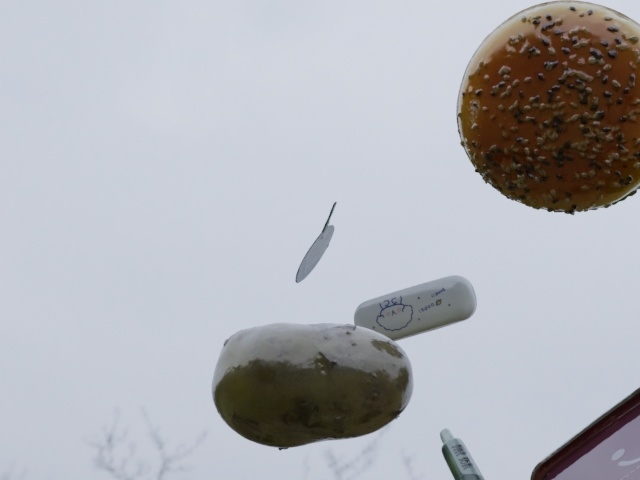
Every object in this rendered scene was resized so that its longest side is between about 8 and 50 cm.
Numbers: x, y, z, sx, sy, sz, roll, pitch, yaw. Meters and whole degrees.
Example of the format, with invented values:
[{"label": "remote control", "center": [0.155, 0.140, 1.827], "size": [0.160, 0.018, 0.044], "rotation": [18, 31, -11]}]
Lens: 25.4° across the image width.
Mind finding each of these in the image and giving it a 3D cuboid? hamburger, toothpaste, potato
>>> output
[{"label": "hamburger", "center": [0.325, -0.172, 1.875], "size": [0.300, 0.176, 0.300], "rotation": [6, -69, 16]}, {"label": "toothpaste", "center": [0.198, 0.320, 1.824], "size": [0.049, 0.204, 0.031], "rotation": [-18, -46, -8]}, {"label": "potato", "center": [-0.015, 0.171, 1.727], "size": [0.262, 0.165, 0.165], "rotation": [-11, -37, 28]}]

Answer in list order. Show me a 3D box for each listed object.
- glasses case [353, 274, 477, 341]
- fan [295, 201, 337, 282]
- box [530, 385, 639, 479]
[{"label": "glasses case", "center": [0.149, 0.111, 2.232], "size": [0.197, 0.076, 0.049], "rotation": [-16, -12, 10]}, {"label": "fan", "center": [0.000, 0.000, 2.321], "size": [0.005, 0.113, 0.175], "rotation": [33, -47, 11]}, {"label": "box", "center": [0.348, 0.237, 1.287], "size": [0.294, 0.167, 0.193], "rotation": [-40, -78, 17]}]
